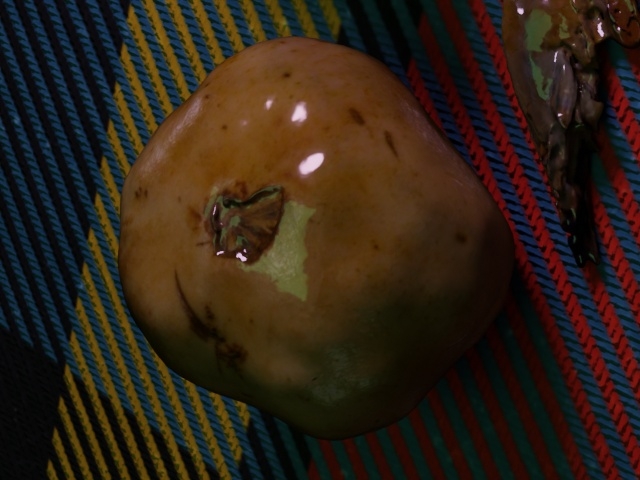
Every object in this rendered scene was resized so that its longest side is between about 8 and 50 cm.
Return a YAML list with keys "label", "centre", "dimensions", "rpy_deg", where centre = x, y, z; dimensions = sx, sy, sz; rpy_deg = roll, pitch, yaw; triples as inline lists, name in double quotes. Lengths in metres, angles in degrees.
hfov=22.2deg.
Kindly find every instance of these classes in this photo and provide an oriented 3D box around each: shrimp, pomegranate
- label: "shrimp"
  centre: [0.208, -0.108, 1.299]
  dimensions: [0.117, 0.066, 0.262]
  rpy_deg: [-12, 94, 41]
- label: "pomegranate"
  centre: [0.000, 0.000, 1.350]
  dimensions: [0.332, 0.332, 0.332]
  rpy_deg: [10, 106, 38]
